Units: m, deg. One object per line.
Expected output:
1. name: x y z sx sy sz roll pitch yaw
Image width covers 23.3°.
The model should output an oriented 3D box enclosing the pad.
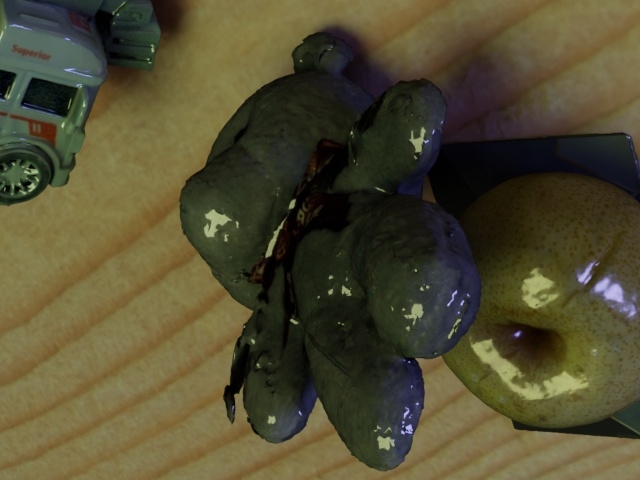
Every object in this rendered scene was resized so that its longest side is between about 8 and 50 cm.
1. pad: 0.169 0.038 1.069 0.163 0.004 0.243 -2 119 39

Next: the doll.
1. doll: -0.007 -0.003 0.972 0.158 0.340 0.246 18 112 -15

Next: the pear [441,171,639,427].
1. pear: 0.149 0.035 0.982 0.167 0.136 0.167 17 127 24

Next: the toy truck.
1. toy truck: -0.272 -0.147 1.058 0.184 0.338 0.133 -57 37 32
